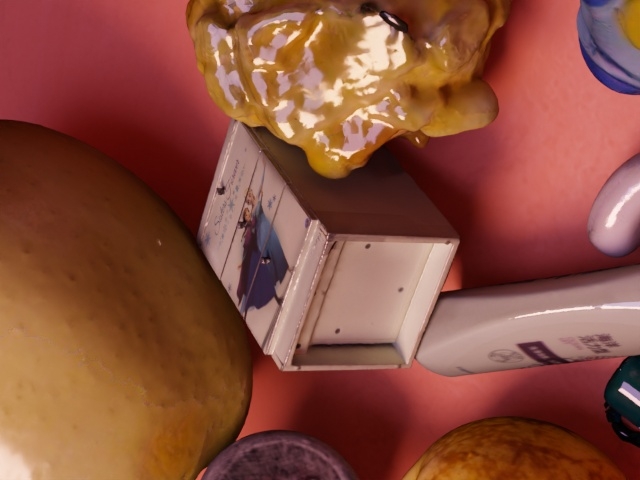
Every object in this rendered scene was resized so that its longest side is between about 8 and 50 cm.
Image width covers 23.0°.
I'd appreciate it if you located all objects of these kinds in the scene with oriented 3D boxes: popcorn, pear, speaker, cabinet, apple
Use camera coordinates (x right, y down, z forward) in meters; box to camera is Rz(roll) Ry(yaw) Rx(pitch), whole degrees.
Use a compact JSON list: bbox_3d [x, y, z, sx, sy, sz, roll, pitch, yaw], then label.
[{"bbox_3d":[0.029,-0.182,1.357,0.286,0.215,0.252,-11,86,26],"label":"popcorn"},{"bbox_3d":[0.174,0.301,1.414,0.280,0.280,0.281,11,112,28],"label":"pear"},{"bbox_3d":[0.288,0.152,1.411,0.075,0.060,0.094,38,122,17],"label":"speaker"},{"bbox_3d":[0.000,0.000,1.425,0.206,0.150,0.145,55,134,48],"label":"cabinet"},{"bbox_3d":[-0.302,0.123,1.543,0.473,0.473,0.474,11,112,28],"label":"apple"}]

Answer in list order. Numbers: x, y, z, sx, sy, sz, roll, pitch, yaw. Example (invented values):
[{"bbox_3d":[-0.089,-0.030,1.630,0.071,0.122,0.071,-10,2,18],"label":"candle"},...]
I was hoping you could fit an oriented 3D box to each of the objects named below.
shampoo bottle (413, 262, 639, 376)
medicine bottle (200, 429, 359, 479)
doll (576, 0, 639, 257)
[{"bbox_3d":[0.248,0.061,1.360,0.359,0.134,0.078,-10,73,34],"label":"shampoo bottle"},{"bbox_3d":[-0.048,0.303,1.540,0.165,0.165,0.273,41,156,13],"label":"medicine bottle"},{"bbox_3d":[0.327,-0.169,1.223,0.376,0.187,0.366,-20,107,23],"label":"doll"}]
